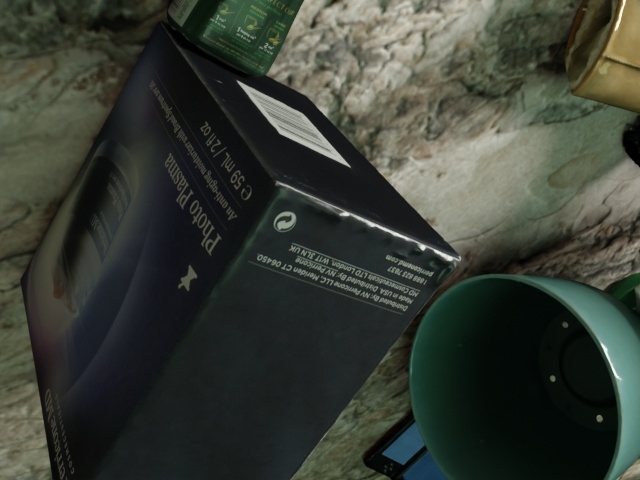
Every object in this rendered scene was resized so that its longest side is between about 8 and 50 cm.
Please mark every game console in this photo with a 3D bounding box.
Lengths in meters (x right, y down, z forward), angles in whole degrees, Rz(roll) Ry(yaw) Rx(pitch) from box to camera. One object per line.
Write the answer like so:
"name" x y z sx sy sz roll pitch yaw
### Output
"game console" 0.160 0.327 1.104 0.144 0.085 0.124 -46 131 8

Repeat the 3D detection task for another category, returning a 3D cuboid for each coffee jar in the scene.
"coffee jar" -0.042 -0.234 0.602 0.096 0.079 0.184 24 110 -34

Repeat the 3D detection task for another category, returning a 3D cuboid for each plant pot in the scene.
"plant pot" 0.299 0.179 0.954 0.235 0.293 0.293 -4 125 -43

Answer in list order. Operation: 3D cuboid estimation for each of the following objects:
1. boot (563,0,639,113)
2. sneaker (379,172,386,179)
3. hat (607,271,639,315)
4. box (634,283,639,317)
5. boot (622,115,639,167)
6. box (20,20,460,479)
"boot" 0.389 -0.149 0.854 0.269 0.089 0.236 11 98 -26
"sneaker" 0.000 0.000 0.798 0.185 0.069 0.084 -26 126 -7
"hat" 0.517 0.143 1.201 0.208 0.183 0.173 43 91 1
"box" 0.584 0.041 0.910 0.345 0.168 0.215 -40 148 5
"boot" 0.453 -0.126 0.960 0.099 0.045 0.121 -41 124 1
"box" -0.097 0.027 0.615 0.182 0.296 0.294 20 111 -37
